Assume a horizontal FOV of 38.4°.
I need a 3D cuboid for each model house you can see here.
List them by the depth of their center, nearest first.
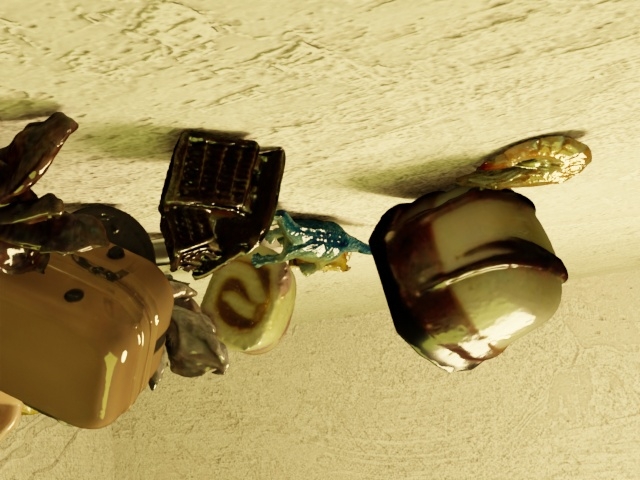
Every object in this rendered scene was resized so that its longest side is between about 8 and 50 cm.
[{"bbox_3d":[-0.122,-0.041,0.999,0.106,0.165,0.152,8,174,18],"label":"model house"}]

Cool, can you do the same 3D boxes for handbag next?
[{"bbox_3d":[-0.335,0.108,1.108,0.302,0.283,0.149,21,-142,12],"label":"handbag"}]

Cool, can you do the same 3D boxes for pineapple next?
[{"bbox_3d":[-0.015,0.030,1.663,0.137,0.069,0.116,-11,170,35],"label":"pineapple"}]

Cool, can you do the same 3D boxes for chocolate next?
[{"bbox_3d":[0.229,0.028,1.317,0.283,0.284,0.186,3,152,-44],"label":"chocolate"}]

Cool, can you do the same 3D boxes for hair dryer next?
[{"bbox_3d":[-0.291,0.004,1.377,0.284,0.156,0.320,-24,-170,-20],"label":"hair dryer"}]

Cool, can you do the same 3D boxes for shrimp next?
[{"bbox_3d":[0.257,-0.098,1.188,0.190,0.042,0.101,-13,148,39],"label":"shrimp"}]

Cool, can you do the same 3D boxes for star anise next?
[{"bbox_3d":[-0.338,-0.047,0.873,0.282,0.129,0.212,8,159,-26],"label":"star anise"},{"bbox_3d":[-0.292,0.118,1.438,0.359,0.139,0.316,15,-159,21],"label":"star anise"}]

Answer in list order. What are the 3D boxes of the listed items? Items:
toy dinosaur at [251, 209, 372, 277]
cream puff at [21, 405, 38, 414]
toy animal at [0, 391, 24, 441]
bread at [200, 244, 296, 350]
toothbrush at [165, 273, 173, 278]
[{"bbox_3d":[-0.011,0.003,1.489,0.147,0.076,0.363,-21,160,33],"label":"toy dinosaur"},{"bbox_3d":[-0.604,0.216,1.798,0.291,0.257,0.324,-10,178,7],"label":"cream puff"},{"bbox_3d":[-0.562,0.169,1.519,0.326,0.269,0.237,-25,-160,33],"label":"toy animal"},{"bbox_3d":[-0.123,0.114,1.682,0.155,0.187,0.338,21,172,3],"label":"bread"},{"bbox_3d":[-0.429,0.119,2.018,0.042,0.035,0.413,39,146,-26],"label":"toothbrush"}]
